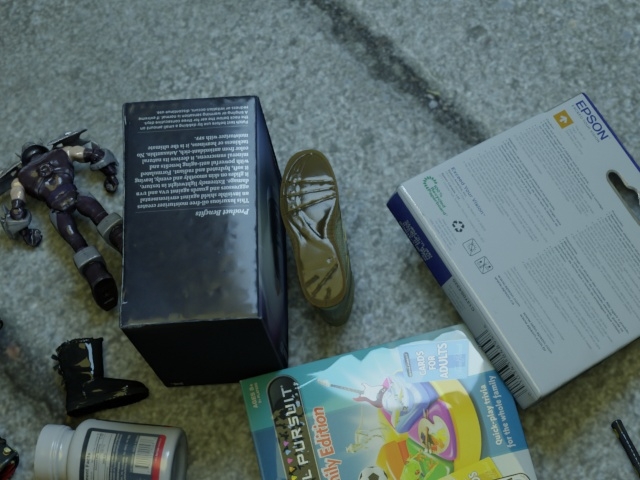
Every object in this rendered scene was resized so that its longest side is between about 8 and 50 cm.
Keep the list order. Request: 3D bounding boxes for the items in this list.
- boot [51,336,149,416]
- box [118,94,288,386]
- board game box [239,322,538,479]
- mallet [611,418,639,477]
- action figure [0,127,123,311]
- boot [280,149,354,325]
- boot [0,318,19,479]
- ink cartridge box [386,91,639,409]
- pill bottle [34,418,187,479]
[{"bbox_3d":[-0.296,0.177,1.926,0.121,0.045,0.099,-13,66,2],"label":"boot"},{"bbox_3d":[-0.141,0.011,1.838,0.183,0.296,0.294,-3,71,4],"label":"box"},{"bbox_3d":[0.089,0.264,1.836,0.336,0.079,0.253,-15,69,0],"label":"board game box"},{"bbox_3d":[0.416,0.315,1.812,0.039,0.062,0.189,-21,54,-4],"label":"mallet"},{"bbox_3d":[-0.346,-0.043,1.987,0.185,0.099,0.285,-39,60,-2],"label":"action figure"},{"bbox_3d":[0.000,0.000,1.896,0.077,0.165,0.213,-11,75,4],"label":"boot"},{"bbox_3d":[-0.456,0.225,1.903,0.179,0.085,0.236,35,83,14],"label":"boot"},{"bbox_3d":[0.305,0.006,1.876,0.330,0.071,0.324,-27,76,-27],"label":"ink cartridge box"},{"bbox_3d":[-0.269,0.285,1.848,0.180,0.108,0.107,5,70,8],"label":"pill bottle"}]
